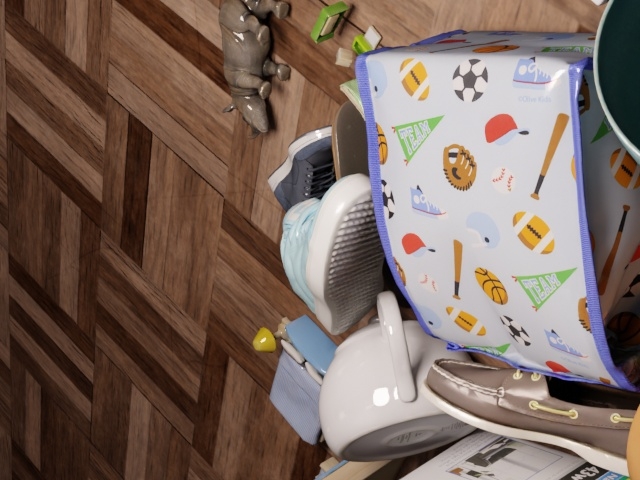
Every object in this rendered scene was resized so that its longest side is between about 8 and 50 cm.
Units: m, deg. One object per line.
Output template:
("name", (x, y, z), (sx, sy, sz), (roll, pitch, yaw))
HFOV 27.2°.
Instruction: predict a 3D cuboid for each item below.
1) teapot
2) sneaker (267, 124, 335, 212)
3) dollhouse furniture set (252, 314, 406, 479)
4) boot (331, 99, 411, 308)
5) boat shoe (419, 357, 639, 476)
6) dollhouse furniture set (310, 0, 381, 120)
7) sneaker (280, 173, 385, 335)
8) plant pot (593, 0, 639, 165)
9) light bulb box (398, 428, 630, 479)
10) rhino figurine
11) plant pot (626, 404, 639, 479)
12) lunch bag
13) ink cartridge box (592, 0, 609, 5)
("teapot", (0.103, 0.188, 1.851), (0.256, 0.252, 0.187), (-32, 61, 38))
("sneaker", (0.007, -0.062, 1.900), (0.163, 0.086, 0.226), (67, 157, 13))
("dollhouse furniture set", (-0.047, 0.327, 2.145), (0.303, 0.198, 0.286), (46, 142, 23))
("boot", (0.062, -0.053, 1.842), (0.115, 0.112, 0.305), (18, 128, 59))
("boat shoe", (0.285, 0.198, 1.643), (0.324, 0.116, 0.096), (17, 111, 18))
("dollhouse furniture set", (0.054, -0.240, 1.745), (0.151, 0.076, 0.058), (54, 145, 15))
("sneaker", (0.000, 0.000, 1.715), (0.150, 0.135, 0.366), (44, 158, 18))
("plant pot", (0.413, -0.131, 1.216), (0.290, 0.290, 0.195), (38, 174, 32))
("light bulb box", (0.304, 0.485, 1.771), (0.361, 0.225, 0.358), (11, 120, 50))
("rhino figurine", (-0.102, -0.253, 1.943), (0.106, 0.073, 0.243), (31, 136, 32))
("plant pot", (0.461, 0.240, 1.384), (0.203, 0.291, 0.290), (32, 137, 61))
("lunch bag", (0.239, -0.037, 1.504), (0.328, 0.239, 0.385), (10, 112, 48))
("ink cartridge box", (0.291, -0.387, 1.360), (0.189, 0.066, 0.232), (51, 148, 17))
